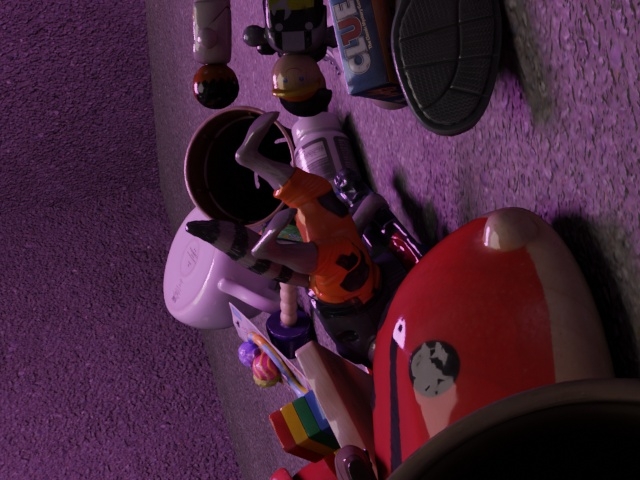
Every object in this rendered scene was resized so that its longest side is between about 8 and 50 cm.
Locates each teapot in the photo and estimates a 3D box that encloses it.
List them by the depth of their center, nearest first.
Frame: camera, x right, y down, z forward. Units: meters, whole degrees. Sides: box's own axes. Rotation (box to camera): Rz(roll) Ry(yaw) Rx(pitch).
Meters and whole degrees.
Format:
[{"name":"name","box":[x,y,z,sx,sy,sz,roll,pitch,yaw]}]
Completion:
[{"name":"teapot","box":[-0.155,0.058,2.311,0.252,0.187,0.256,-37,43,47]}]

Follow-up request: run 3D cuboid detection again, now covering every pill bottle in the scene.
[{"name":"pill bottle","box":[0.010,-0.093,1.646,0.078,0.078,0.137,104,153,-63]}]

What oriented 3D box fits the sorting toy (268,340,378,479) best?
[{"name":"sorting toy","box":[0.052,0.263,1.385,0.257,0.089,0.255,62,-170,25]}]

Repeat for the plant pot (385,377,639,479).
[{"name":"plant pot","box":[0.169,0.242,0.793,0.280,0.323,0.323,35,-137,-82]}]

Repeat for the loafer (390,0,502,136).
[{"name":"loafer","box":[0.108,-0.216,1.122,0.084,0.096,0.267,44,-141,-76]}]

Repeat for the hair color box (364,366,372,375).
[{"name":"hair color box","box":[0.084,0.229,1.670,0.141,0.043,0.072,93,161,-45]}]

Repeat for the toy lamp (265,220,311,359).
[{"name":"toy lamp","box":[-0.054,0.081,2.094,0.080,0.080,0.274,-116,21,-50]}]

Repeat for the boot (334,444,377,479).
[{"name":"boot","box":[0.040,0.240,1.137,0.087,0.042,0.118,100,159,-78]}]

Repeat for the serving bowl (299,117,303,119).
[{"name":"serving bowl","box":[-0.017,-0.206,1.790,0.083,0.027,0.083,169,90,-79]}]

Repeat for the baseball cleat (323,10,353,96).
[{"name":"baseball cleat","box":[0.023,-0.217,1.496,0.206,0.072,0.109,161,98,-78]}]

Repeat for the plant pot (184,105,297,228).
[{"name":"plant pot","box":[-0.079,-0.099,1.779,0.165,0.167,0.167,-2,-100,-68]}]

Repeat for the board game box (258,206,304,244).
[{"name":"board game box","box":[0.000,0.000,1.648,0.260,0.136,0.030,153,134,-77]}]

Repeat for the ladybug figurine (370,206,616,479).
[{"name":"ladybug figurine","box":[0.140,0.180,1.090,0.305,0.162,0.449,-124,27,-62]}]

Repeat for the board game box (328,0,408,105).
[{"name":"board game box","box":[0.053,-0.251,1.185,0.165,0.042,0.243,-2,-101,-63]}]

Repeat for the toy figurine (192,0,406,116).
[{"name":"toy figurine","box":[-0.021,-0.200,1.316,0.213,0.210,0.148,4,99,44]}]

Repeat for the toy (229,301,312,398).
[{"name":"toy","box":[-0.083,0.222,2.147,0.237,0.056,0.137,39,159,23]}]

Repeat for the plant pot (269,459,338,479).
[{"name":"plant pot","box":[0.026,0.391,1.779,0.191,0.174,0.191,167,90,-77]}]

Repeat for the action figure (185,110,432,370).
[{"name":"action figure","box":[0.013,0.019,1.371,0.330,0.178,0.341,48,-176,-33]}]
